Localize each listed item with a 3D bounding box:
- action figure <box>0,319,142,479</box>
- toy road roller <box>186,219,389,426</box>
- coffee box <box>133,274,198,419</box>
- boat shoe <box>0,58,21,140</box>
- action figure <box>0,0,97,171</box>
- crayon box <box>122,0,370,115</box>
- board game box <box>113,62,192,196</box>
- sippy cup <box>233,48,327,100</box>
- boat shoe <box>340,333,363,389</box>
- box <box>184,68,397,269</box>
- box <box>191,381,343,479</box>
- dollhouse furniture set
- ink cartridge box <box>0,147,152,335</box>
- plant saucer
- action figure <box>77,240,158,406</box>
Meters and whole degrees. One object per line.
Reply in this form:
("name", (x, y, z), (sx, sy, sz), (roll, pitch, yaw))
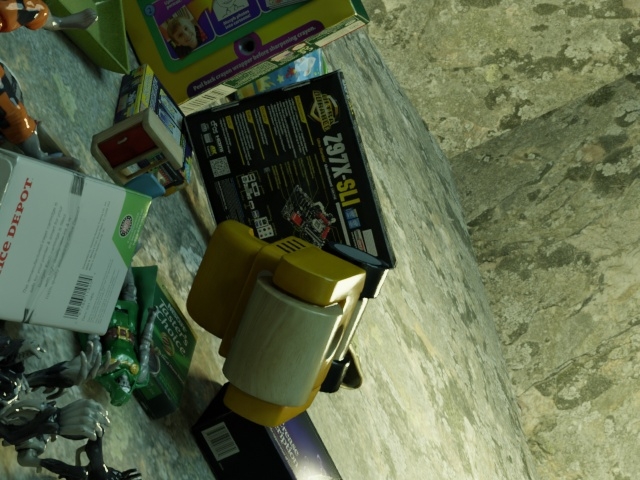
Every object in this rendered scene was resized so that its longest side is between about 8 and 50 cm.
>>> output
("action figure", (-0.261, 0.165, 1.312), (0.275, 0.141, 0.164), (60, 14, -28))
("toy road roller", (-0.074, 0.088, 1.769), (0.241, 0.202, 0.329), (24, 11, 12))
("coffee box", (-0.211, 0.133, 1.716), (0.113, 0.040, 0.184), (60, 15, -20))
("boat shoe", (-0.406, -0.196, 1.534), (0.183, 0.065, 0.083), (50, 23, -42))
("action figure", (-0.396, -0.160, 1.374), (0.330, 0.179, 0.341), (22, 78, -46))
("crayon box", (-0.150, -0.420, 2.181), (0.313, 0.363, 0.106), (67, 15, 6))
("board game box", (-0.252, -0.169, 2.047), (0.141, 0.048, 0.170), (54, 18, -30))
("sippy cup", (-0.094, -0.360, 2.593), (0.240, 0.306, 0.224), (-30, -111, 62))
("boat shoe", (0.015, 0.186, 2.274), (0.285, 0.105, 0.089), (33, 32, -64))
("box", (-0.045, -0.079, 2.102), (0.079, 0.257, 0.321), (-49, 123, -80))
("box", (-0.055, 0.320, 1.841), (0.261, 0.103, 0.184), (63, 12, -8))
("dollhouse furniture set", (-0.273, -0.076, 1.561), (0.129, 0.184, 0.129), (54, 18, -35))
("ink cartridge box", (-0.289, -0.001, 1.354), (0.219, 0.093, 0.160), (20, 90, -59))
("plant saucer", (-0.358, -0.352, 1.983), (0.188, 0.045, 0.188), (48, 23, -47))
("action figure", (-0.241, 0.097, 1.588), (0.137, 0.063, 0.232), (12, 47, -27))
